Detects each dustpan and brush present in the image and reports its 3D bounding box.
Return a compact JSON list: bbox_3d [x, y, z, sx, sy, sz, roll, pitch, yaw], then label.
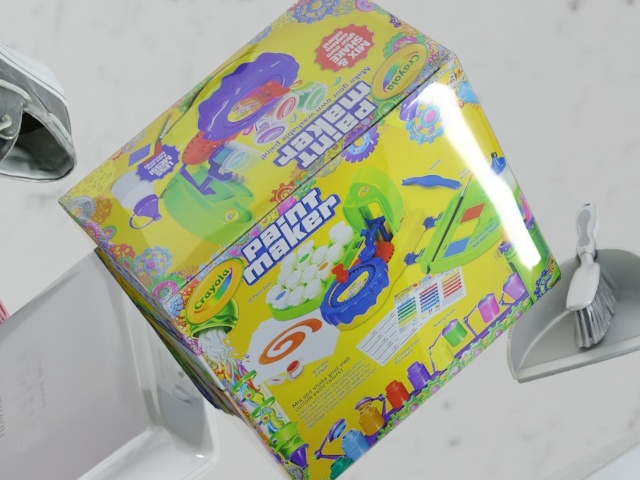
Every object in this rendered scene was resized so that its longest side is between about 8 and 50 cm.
[{"bbox_3d":[0.237,0.033,1.686,0.147,0.211,0.060,-18,-69,21],"label":"dustpan and brush"}]

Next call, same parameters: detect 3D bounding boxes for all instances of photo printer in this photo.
[{"bbox_3d":[-0.243,0.171,1.740,0.307,0.107,0.256,-37,-137,23],"label":"photo printer"}]

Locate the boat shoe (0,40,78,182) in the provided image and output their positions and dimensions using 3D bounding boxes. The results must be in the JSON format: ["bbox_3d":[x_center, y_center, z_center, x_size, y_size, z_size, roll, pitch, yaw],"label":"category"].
[{"bbox_3d":[-0.321,-0.125,1.786,0.121,0.335,0.119,-37,-109,18],"label":"boat shoe"}]

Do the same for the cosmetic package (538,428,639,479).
[{"bbox_3d":[0.130,0.253,1.419,0.097,0.284,0.377,58,-36,6],"label":"cosmetic package"}]

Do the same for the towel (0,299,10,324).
[{"bbox_3d":[-0.508,0.072,1.928,0.237,0.329,0.037,57,2,-5],"label":"towel"}]

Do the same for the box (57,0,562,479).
[{"bbox_3d":[0.000,0.000,1.537,0.290,0.279,0.177,-40,-136,-10],"label":"box"}]
